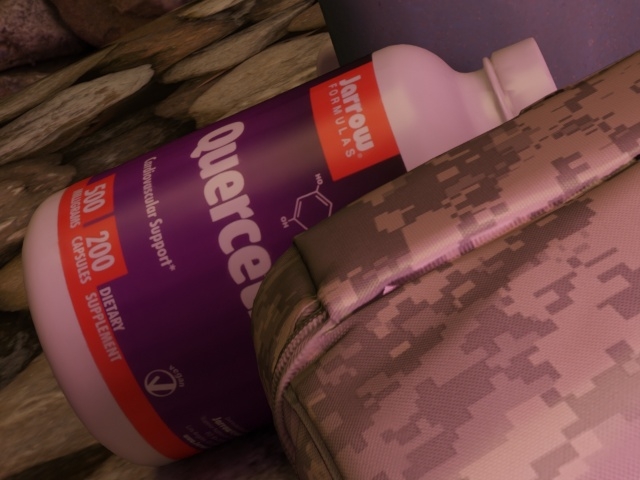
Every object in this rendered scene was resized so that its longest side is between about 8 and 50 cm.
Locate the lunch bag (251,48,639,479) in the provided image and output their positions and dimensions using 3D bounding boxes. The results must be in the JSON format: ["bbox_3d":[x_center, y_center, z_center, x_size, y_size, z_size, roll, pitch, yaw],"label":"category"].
[{"bbox_3d":[0.142,0.063,0.454,0.305,0.212,0.256,-27,17,-2],"label":"lunch bag"}]

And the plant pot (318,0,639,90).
[{"bbox_3d":[0.121,-0.240,1.022,0.341,0.334,0.341,-10,34,7],"label":"plant pot"}]

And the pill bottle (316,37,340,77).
[{"bbox_3d":[0.108,-0.175,1.284,0.215,0.117,0.117,-36,21,-26],"label":"pill bottle"}]

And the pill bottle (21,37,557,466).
[{"bbox_3d":[0.000,0.000,0.859,0.323,0.181,0.181,-23,19,10],"label":"pill bottle"}]
